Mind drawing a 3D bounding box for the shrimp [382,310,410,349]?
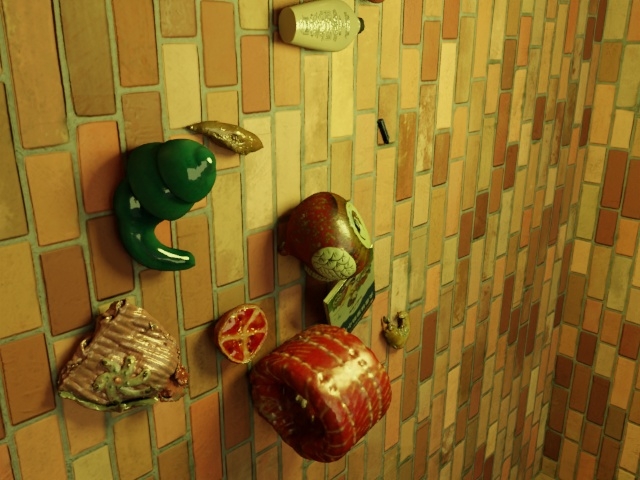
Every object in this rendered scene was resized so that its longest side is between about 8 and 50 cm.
[{"bbox_3d":[0.261,0.297,2.061,0.187,0.051,0.133,48,56,-52],"label":"shrimp"}]

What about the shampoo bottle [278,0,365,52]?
[{"bbox_3d":[0.013,-0.528,1.481,0.256,0.078,0.127,-17,109,-41],"label":"shampoo bottle"}]

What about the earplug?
[{"bbox_3d":[-0.307,-0.077,1.234,0.258,0.280,0.164,61,28,2],"label":"earplug"}]

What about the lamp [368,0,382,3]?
[{"bbox_3d":[0.151,-0.672,1.569,0.107,0.092,0.108,24,90,-84],"label":"lamp"}]

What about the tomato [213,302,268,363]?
[{"bbox_3d":[-0.206,0.223,1.513,0.155,0.069,0.156,-16,115,-39],"label":"tomato"}]

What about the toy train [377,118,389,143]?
[{"bbox_3d":[0.189,-0.322,1.786,0.017,0.017,0.083,-52,135,-31],"label":"toy train"}]

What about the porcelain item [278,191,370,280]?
[{"bbox_3d":[0.000,0.000,1.584,0.253,0.253,0.253,-18,116,-42],"label":"porcelain item"}]

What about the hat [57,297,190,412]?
[{"bbox_3d":[-0.392,0.277,1.305,0.237,0.107,0.286,-53,131,-5],"label":"hat"}]

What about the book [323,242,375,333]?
[{"bbox_3d":[0.095,0.174,1.773,0.228,0.018,0.322,-50,154,-22],"label":"book"}]

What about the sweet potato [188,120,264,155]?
[{"bbox_3d":[-0.206,-0.234,1.368,0.205,0.060,0.068,14,61,-38],"label":"sweet potato"}]

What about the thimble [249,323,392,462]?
[{"bbox_3d":[-0.003,0.400,1.602,0.230,0.350,0.350,-35,126,-37],"label":"thimble"}]
